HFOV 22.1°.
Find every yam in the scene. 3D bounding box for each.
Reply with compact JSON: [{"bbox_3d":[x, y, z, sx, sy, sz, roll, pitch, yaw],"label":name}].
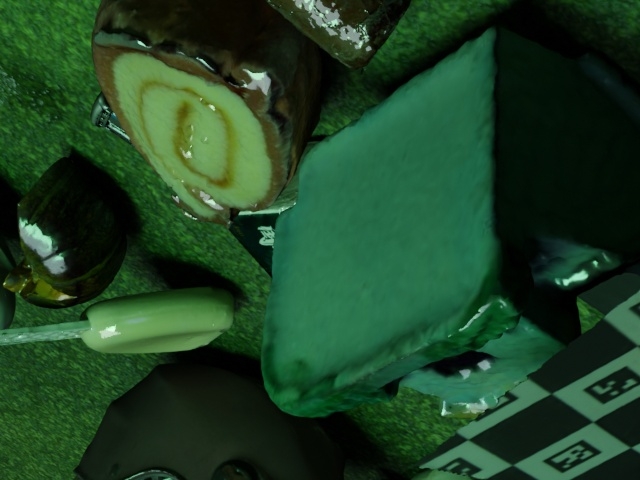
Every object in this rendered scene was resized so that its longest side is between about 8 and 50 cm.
[{"bbox_3d":[-0.005,-0.189,1.145,0.141,0.079,0.079,38,151,-13],"label":"yam"}]

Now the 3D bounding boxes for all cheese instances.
[{"bbox_3d":[-0.218,0.086,1.666,0.251,0.054,0.127,-5,166,-26],"label":"cheese"}]

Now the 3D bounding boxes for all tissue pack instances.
[{"bbox_3d":[-0.001,-0.001,1.426,0.103,0.090,0.170,-7,135,38],"label":"tissue pack"}]

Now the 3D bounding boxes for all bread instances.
[{"bbox_3d":[-0.085,-0.120,1.281,0.190,0.123,0.244,25,151,14],"label":"bread"}]

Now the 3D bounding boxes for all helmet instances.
[{"bbox_3d":[-0.094,0.252,1.822,0.338,0.197,0.271,14,157,15],"label":"helmet"}]

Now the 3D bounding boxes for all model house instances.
[{"bbox_3d":[0.136,0.026,1.193,0.248,0.230,0.280,21,149,-29],"label":"model house"}]

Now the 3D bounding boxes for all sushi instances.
[{"bbox_3d":[0.269,0.068,1.103,0.339,0.069,0.320,16,133,-39],"label":"sushi"}]

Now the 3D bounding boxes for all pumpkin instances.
[{"bbox_3d":[-0.250,0.007,1.650,0.107,0.119,0.183,29,153,0],"label":"pumpkin"}]

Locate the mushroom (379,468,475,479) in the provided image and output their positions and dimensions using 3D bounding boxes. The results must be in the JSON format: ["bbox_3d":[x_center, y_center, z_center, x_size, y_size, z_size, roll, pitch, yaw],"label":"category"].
[{"bbox_3d":[0.118,0.301,1.815,0.097,0.088,0.212,46,156,-9],"label":"mushroom"}]

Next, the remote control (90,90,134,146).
[{"bbox_3d":[-0.115,-0.069,1.492,0.212,0.028,0.059,33,151,-5],"label":"remote control"}]

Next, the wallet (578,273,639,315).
[{"bbox_3d":[0.235,0.020,1.304,0.285,0.030,0.146,31,155,1],"label":"wallet"}]

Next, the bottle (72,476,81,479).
[{"bbox_3d":[-0.192,0.371,2.152,0.206,0.173,0.297,28,154,-30],"label":"bottle"}]

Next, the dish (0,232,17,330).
[{"bbox_3d":[-0.403,0.007,1.744,0.256,0.117,0.256,59,175,8],"label":"dish"}]
